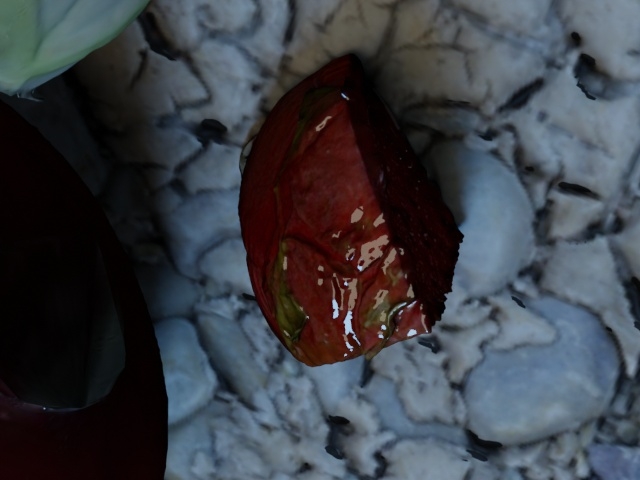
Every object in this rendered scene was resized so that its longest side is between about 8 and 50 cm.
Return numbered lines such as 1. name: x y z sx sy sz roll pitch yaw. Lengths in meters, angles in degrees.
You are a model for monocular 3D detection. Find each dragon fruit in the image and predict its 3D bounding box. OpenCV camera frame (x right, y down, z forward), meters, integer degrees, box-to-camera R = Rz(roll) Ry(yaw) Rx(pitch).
1. dragon fruit: -0.001 -0.002 0.999 0.127 0.161 0.120 -33 105 17

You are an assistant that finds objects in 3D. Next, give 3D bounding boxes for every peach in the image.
1. peach: -0.246 0.071 0.987 0.310 0.335 0.406 -19 124 26

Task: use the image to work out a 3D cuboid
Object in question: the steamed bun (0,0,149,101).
1. steamed bun: -0.179 -0.234 0.866 0.309 0.309 0.309 7 118 13
